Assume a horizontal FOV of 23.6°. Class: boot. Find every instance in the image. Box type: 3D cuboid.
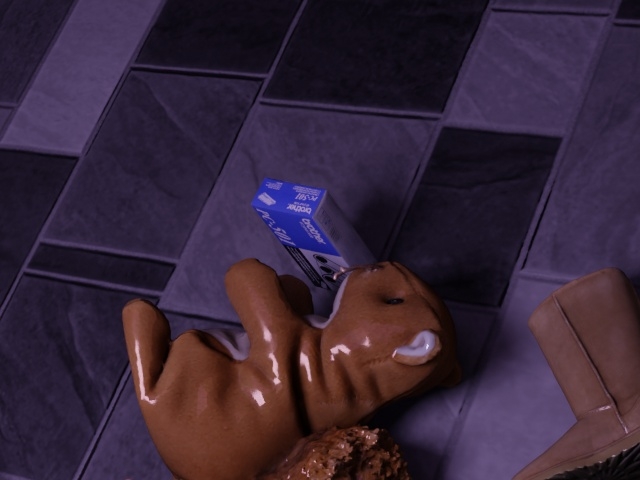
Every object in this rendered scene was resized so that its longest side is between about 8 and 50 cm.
[{"bbox_3d":[0.289,0.178,1.756,0.236,0.089,0.269,-24,39,7],"label":"boot"}]

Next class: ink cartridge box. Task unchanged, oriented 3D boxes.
[{"bbox_3d":[0.000,0.000,1.963,0.097,0.207,0.046,12,64,33],"label":"ink cartridge box"}]

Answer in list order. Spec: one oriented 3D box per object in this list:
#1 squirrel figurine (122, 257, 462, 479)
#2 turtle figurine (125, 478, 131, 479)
[{"bbox_3d":[-0.004,0.208,1.828,0.370,0.281,0.397,-15,66,5],"label":"squirrel figurine"},{"bbox_3d":[-0.350,0.412,1.932,0.217,0.087,0.269,13,70,15],"label":"turtle figurine"}]
